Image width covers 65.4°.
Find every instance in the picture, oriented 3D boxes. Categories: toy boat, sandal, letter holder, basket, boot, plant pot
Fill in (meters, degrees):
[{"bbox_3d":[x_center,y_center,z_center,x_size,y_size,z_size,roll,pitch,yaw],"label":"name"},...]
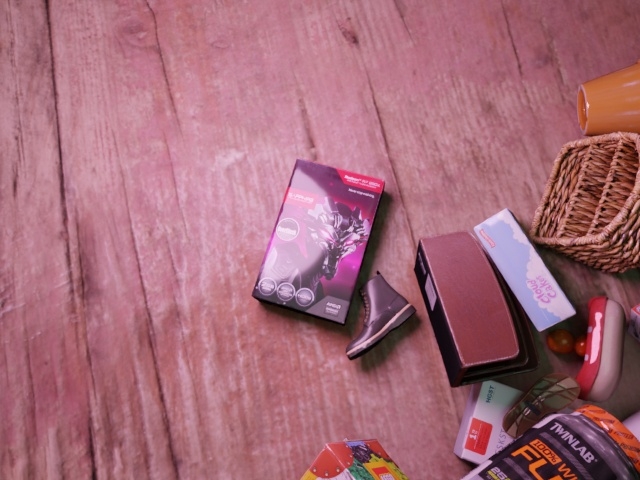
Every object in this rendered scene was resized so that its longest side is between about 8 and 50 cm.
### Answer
[{"bbox_3d":[0.591,0.239,1.121,0.151,0.151,0.231,4,74,35],"label":"toy boat"},{"bbox_3d":[0.456,0.342,1.046,0.180,0.049,0.072,-43,71,6],"label":"sandal"},{"bbox_3d":[0.354,0.137,1.095,0.215,0.152,0.301,-11,58,-1],"label":"letter holder"},{"bbox_3d":[0.654,-0.103,1.145,0.223,0.213,0.299,25,79,8],"label":"basket"},{"bbox_3d":[0.110,0.177,1.187,0.198,0.077,0.137,-34,72,-19],"label":"boot"},{"bbox_3d":[0.740,-0.335,1.217,0.188,0.205,0.205,-6,76,17],"label":"plant pot"}]

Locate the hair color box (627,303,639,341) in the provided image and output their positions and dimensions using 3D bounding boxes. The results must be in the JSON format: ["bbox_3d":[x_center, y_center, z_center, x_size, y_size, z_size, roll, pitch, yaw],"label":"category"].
[{"bbox_3d":[0.759,0.218,1.083,0.053,0.093,0.167,-29,41,-5],"label":"hair color box"}]

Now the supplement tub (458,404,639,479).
[{"bbox_3d":[0.422,0.467,0.923,0.338,0.207,0.207,-31,77,-11],"label":"supplement tub"}]

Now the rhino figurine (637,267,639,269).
[{"bbox_3d":[0.816,0.123,1.154,0.106,0.073,0.243,-16,74,-4],"label":"rhino figurine"}]

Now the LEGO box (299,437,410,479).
[{"bbox_3d":[0.037,0.672,0.863,0.372,0.193,0.500,39,99,39],"label":"LEGO box"}]

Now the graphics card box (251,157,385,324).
[{"bbox_3d":[0.000,0.000,1.220,0.233,0.094,0.370,16,79,7],"label":"graphics card box"}]

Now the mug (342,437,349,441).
[{"bbox_3d":[0.094,0.537,1.093,0.169,0.150,0.113,31,44,6],"label":"mug"}]

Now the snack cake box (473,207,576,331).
[{"bbox_3d":[0.466,0.062,1.138,0.089,0.152,0.264,-34,76,20],"label":"snack cake box"}]

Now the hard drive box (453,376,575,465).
[{"bbox_3d":[0.435,0.426,1.093,0.232,0.089,0.181,18,77,8],"label":"hard drive box"}]

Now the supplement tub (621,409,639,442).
[{"bbox_3d":[0.764,0.507,0.976,0.241,0.241,0.331,-33,77,-5],"label":"supplement tub"}]
